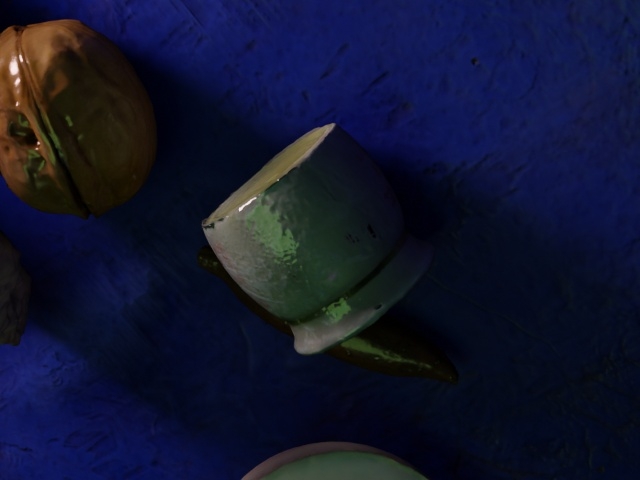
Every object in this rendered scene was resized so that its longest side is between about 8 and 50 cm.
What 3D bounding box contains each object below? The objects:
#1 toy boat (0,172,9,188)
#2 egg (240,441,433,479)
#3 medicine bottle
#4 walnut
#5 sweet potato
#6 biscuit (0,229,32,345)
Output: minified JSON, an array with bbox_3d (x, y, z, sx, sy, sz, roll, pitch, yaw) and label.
[{"bbox_3d":[-0.291,-0.114,1.153,0.060,0.061,0.137,14,125,22],"label":"toy boat"},{"bbox_3d":[0.014,0.287,1.165,0.271,0.162,0.206,0,87,-6],"label":"egg"},{"bbox_3d":[0.000,0.000,1.000,0.147,0.147,0.143,-31,103,39],"label":"medicine bottle"},{"bbox_3d":[-0.216,-0.103,1.072,0.144,0.144,0.180,-6,106,33],"label":"walnut"},{"bbox_3d":[0.001,0.070,1.101,0.265,0.057,0.057,22,127,15],"label":"sweet potato"},{"bbox_3d":[-0.445,-0.070,1.136,0.446,0.104,0.429,33,171,16],"label":"biscuit"}]
